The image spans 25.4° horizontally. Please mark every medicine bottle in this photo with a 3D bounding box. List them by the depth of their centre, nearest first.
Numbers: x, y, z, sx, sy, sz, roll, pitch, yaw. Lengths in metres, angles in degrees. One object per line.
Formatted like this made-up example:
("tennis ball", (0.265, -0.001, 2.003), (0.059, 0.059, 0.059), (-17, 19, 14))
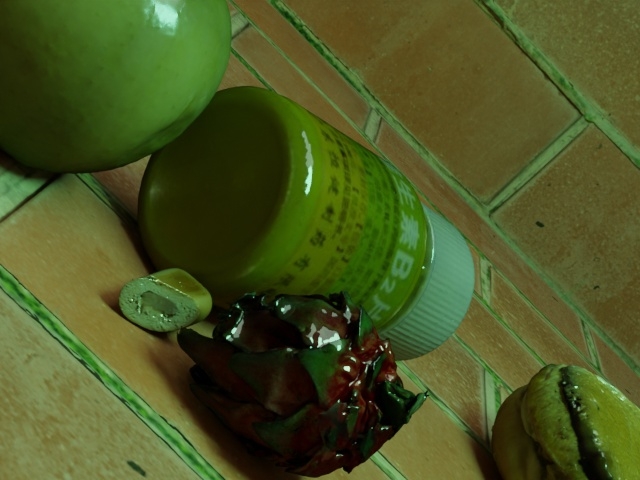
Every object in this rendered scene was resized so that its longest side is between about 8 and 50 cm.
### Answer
("medicine bottle", (0.000, 0.000, 1.545), (0.384, 0.224, 0.224), (29, 23, -52))

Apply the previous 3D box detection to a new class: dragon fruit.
("dragon fruit", (-0.015, 0.125, 1.287), (0.189, 0.182, 0.182), (59, 17, 11))

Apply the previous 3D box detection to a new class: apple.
("apple", (-0.234, -0.205, 1.368), (0.292, 0.254, 0.292), (40, 16, -13))

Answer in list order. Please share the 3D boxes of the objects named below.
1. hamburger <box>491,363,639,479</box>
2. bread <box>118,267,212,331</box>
("hamburger", (0.356, 0.311, 1.806), (0.304, 0.174, 0.284), (42, 17, -16))
("bread", (-0.143, 0.060, 1.321), (0.062, 0.049, 0.103), (40, 14, 9))
